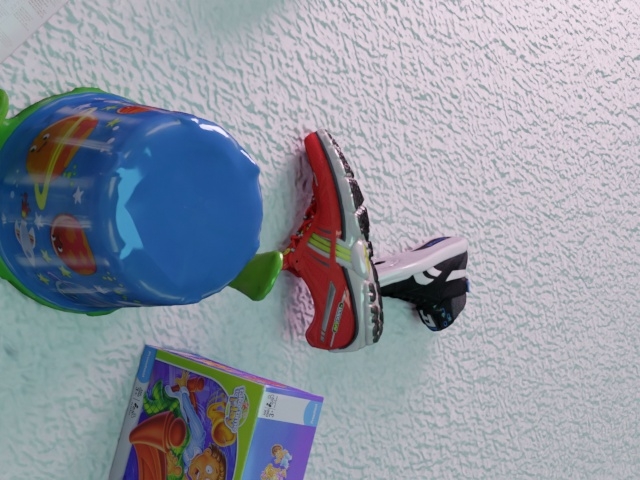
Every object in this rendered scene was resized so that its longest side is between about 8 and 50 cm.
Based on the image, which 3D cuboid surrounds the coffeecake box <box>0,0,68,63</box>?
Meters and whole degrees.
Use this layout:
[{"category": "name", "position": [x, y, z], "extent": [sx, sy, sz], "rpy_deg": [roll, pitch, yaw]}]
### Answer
[{"category": "coffeecake box", "position": [-0.294, -0.210, 0.765], "extent": [0.185, 0.142, 0.068], "rpy_deg": [-53, 123, -23]}]

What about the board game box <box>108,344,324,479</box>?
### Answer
[{"category": "board game box", "position": [-0.138, 0.299, 0.878], "extent": [0.078, 0.233, 0.347], "rpy_deg": [20, 81, -39]}]

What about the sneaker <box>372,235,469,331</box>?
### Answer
[{"category": "sneaker", "position": [0.132, 0.076, 1.175], "extent": [0.217, 0.079, 0.121], "rpy_deg": [-18, 105, -37]}]

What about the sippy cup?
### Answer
[{"category": "sippy cup", "position": [-0.178, -0.033, 0.823], "extent": [0.306, 0.224, 0.240], "rpy_deg": [-13, 102, -38]}]

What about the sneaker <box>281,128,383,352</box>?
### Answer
[{"category": "sneaker", "position": [0.000, 0.000, 1.052], "extent": [0.107, 0.118, 0.279], "rpy_deg": [28, 53, -78]}]
